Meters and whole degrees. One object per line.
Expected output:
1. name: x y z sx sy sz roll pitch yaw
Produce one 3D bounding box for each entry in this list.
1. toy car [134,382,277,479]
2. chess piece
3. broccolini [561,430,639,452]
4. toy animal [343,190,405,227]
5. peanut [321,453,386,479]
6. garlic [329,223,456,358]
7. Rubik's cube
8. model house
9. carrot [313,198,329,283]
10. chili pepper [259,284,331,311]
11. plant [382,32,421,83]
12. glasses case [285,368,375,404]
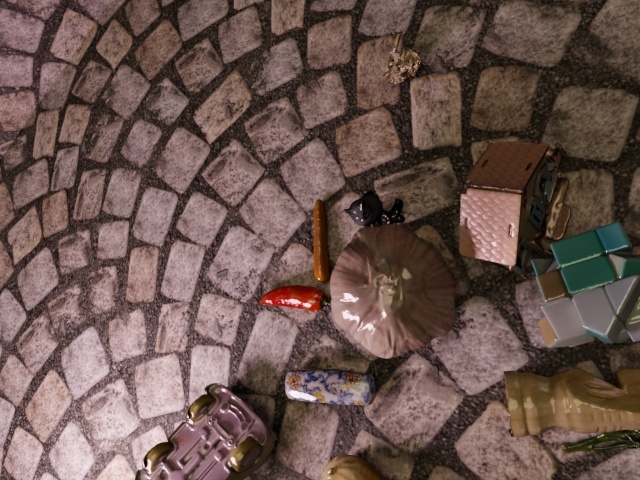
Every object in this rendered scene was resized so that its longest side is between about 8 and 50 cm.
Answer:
1. toy car: -0.293 0.595 1.349 0.242 0.226 0.336 31 68 29
2. chess piece: 0.534 0.328 1.010 0.301 0.137 0.137 -9 75 23
3. broccolini: 0.592 0.407 1.002 0.201 0.058 0.073 -25 62 19
4. toy animal: 0.126 -0.092 1.256 0.121 0.210 0.117 -24 68 21
5. peanut: 0.101 0.600 1.172 0.224 0.129 0.129 27 92 27
6. garlic: 0.158 0.113 1.161 0.318 0.259 0.317 0 87 2
7. Rubik's cube: 0.563 0.111 0.994 0.266 0.224 0.212 -23 54 24
8. model house: 0.425 -0.090 1.081 0.169 0.244 0.325 17 87 41
9. carrot: 0.000 0.000 1.401 0.043 0.043 0.247 -10 73 25
10. chili pepper: -0.062 0.160 1.387 0.273 0.063 0.071 0 67 30
11. plant: 0.212 -0.497 1.352 0.117 0.104 0.121 -21 90 21
12. glasses case: 0.022 0.379 1.292 0.248 0.065 0.086 -6 74 27
